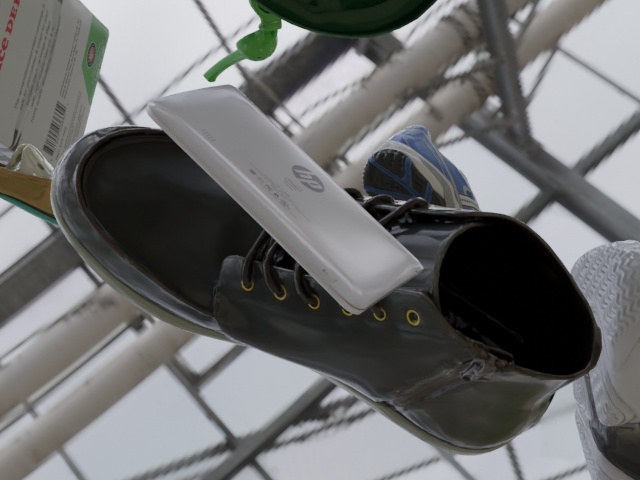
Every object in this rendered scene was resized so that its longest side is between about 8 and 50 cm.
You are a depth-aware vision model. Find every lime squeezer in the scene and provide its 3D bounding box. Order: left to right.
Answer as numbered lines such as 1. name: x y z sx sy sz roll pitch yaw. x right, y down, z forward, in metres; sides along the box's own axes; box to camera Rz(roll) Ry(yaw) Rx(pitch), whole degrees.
1. lime squeezer: -0.084 -0.308 1.736 0.058 0.110 0.310 -2 -46 -23

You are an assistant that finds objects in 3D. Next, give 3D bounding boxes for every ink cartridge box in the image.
1. ink cartridge box: -0.368 -0.205 1.529 0.289 0.121 0.211 48 -126 -73

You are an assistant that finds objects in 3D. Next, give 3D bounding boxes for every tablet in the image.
1. tablet: -0.008 -0.015 0.381 0.006 0.083 0.054 -50 -10 25

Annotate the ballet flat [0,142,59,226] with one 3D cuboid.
1. ballet flat: -0.317 -0.074 1.286 0.232 0.080 0.073 20 -90 -16

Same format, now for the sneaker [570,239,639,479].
1. sneaker: 0.245 0.083 0.860 0.153 0.101 0.269 -12 -40 2

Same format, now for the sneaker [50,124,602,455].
1. sneaker: 0.000 0.000 0.511 0.083 0.222 0.118 -64 0 -22

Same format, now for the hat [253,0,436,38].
1. hat: 0.036 -0.237 0.685 0.172 0.209 0.183 7 -20 -21

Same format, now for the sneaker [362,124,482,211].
1. sneaker: 0.123 -0.013 1.190 0.211 0.080 0.081 57 -142 -21
